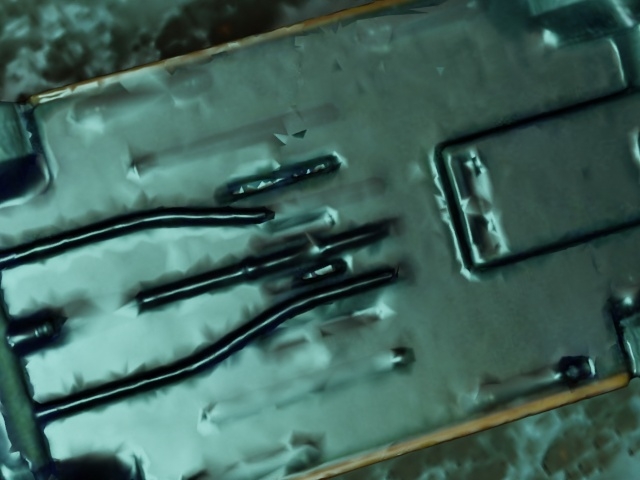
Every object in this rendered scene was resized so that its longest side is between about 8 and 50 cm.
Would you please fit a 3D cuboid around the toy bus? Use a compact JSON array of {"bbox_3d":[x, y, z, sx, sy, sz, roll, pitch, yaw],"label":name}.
[{"bbox_3d":[0.000,0.000,0.517,0.329,0.153,0.143,-17,94,-7],"label":"toy bus"}]
